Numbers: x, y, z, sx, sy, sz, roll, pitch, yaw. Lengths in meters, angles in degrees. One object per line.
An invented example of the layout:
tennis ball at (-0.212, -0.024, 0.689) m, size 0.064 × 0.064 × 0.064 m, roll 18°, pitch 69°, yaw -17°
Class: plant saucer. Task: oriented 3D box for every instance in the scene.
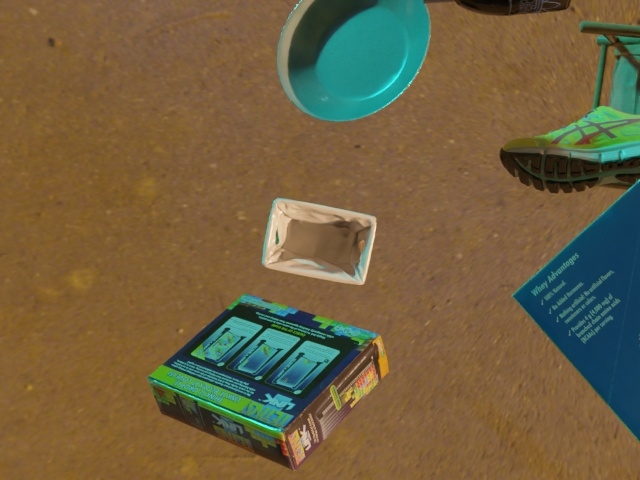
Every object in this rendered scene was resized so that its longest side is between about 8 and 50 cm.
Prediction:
plant saucer at (0.043, -0.224, 1.189) m, size 0.195 × 0.037 × 0.195 m, roll -8°, pitch 71°, yaw 24°

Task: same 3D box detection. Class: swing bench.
swing bench at (0.529, -0.199, 1.586) m, size 0.254 × 0.165 × 0.253 m, roll 9°, pitch 96°, yaw 25°

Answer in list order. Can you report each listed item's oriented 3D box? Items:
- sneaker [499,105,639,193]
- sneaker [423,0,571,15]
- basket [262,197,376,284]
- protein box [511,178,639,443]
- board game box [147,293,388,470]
sneaker at (0.319, -0.116, 1.209) m, size 0.208 × 0.081 × 0.094 m, roll -1°, pitch 62°, yaw 11°
sneaker at (0.123, -0.240, 0.618) m, size 0.090 × 0.081 × 0.232 m, roll 10°, pitch 76°, yaw 7°
basket at (0.000, 0.000, 1.624) m, size 0.167 × 0.103 × 0.113 m, roll 11°, pitch 93°, yaw 3°
protein box at (0.355, 0.071, 1.077) m, size 0.200 × 0.136 × 0.201 m, roll -45°, pitch 67°, yaw 15°
board game box at (-0.047, 0.122, 0.920) m, size 0.170 × 0.141 × 0.048 m, roll 14°, pitch 133°, yaw 38°
